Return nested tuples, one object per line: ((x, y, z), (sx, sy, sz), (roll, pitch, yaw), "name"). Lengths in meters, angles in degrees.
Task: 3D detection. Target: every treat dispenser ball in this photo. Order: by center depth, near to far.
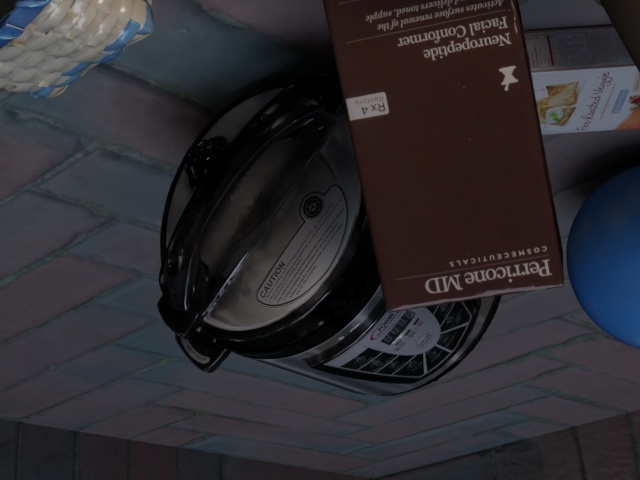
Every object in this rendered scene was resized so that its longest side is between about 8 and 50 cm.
((0.517, 0.024, 1.685), (0.288, 0.288, 0.288), (-3, 156, -1), "treat dispenser ball")

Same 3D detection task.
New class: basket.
((-0.316, -0.257, 1.029), (0.255, 0.201, 0.289), (-20, 157, 37), "basket")

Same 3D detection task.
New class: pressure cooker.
((-0.004, -0.002, 1.453), (0.375, 0.370, 0.420), (-12, 155, 35), "pressure cooker")

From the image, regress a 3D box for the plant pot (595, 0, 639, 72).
((0.424, -0.239, 1.093), (0.323, 0.280, 0.323), (-4, 156, -2), "plant pot")

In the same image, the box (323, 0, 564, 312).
((0.128, -0.132, 1.162), (0.191, 0.381, 0.143), (-10, -167, 13), "box")

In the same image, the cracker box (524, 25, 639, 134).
((0.311, -0.199, 1.422), (0.232, 0.067, 0.156), (-3, 156, 0), "cracker box")
